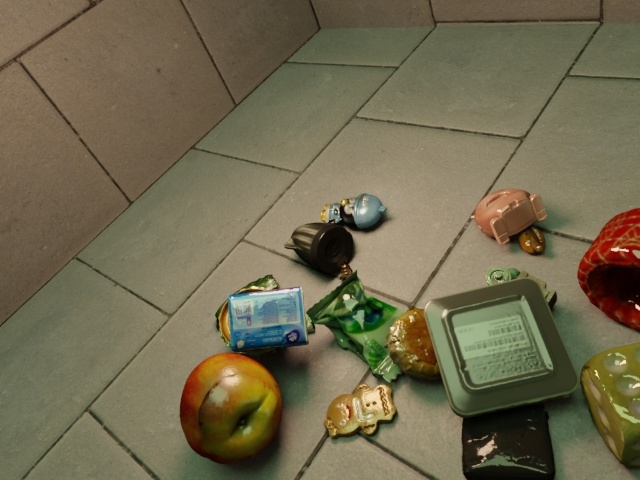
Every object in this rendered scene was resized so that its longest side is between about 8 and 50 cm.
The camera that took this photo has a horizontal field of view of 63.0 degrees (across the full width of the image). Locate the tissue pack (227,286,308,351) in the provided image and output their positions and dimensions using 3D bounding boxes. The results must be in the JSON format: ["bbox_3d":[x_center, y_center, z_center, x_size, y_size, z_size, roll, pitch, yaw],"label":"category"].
[{"bbox_3d":[-0.182,0.279,1.828,0.263,0.146,0.198,-6,75,-2],"label":"tissue pack"}]

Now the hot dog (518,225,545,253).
[{"bbox_3d":[0.780,0.002,1.925,0.090,0.060,0.140,-15,44,18],"label":"hot dog"}]

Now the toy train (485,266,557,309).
[{"bbox_3d":[0.611,0.231,1.721,0.221,0.150,0.304,31,69,33],"label":"toy train"}]

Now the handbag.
[{"bbox_3d":[0.521,0.565,1.473,0.247,0.080,0.223,-7,45,20],"label":"handbag"}]

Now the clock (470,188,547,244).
[{"bbox_3d":[0.701,-0.121,2.006,0.227,0.142,0.241,-31,23,0],"label":"clock"}]

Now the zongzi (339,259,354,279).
[{"bbox_3d":[0.111,0.120,2.168,0.067,0.073,0.083,-13,83,16],"label":"zongzi"}]

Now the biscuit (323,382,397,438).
[{"bbox_3d":[0.125,0.559,1.718,0.249,0.035,0.184,-19,42,10],"label":"biscuit"}]

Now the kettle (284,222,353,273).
[{"bbox_3d":[-0.012,-0.004,2.243,0.271,0.207,0.250,16,63,47],"label":"kettle"}]

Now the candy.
[{"bbox_3d":[0.180,0.305,1.860,0.398,0.172,0.263,34,73,32],"label":"candy"}]

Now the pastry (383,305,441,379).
[{"bbox_3d":[0.345,0.346,1.728,0.257,0.121,0.235,22,59,7],"label":"pastry"}]

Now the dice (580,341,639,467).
[{"bbox_3d":[0.831,0.421,1.343,0.227,0.233,0.238,-17,43,10],"label":"dice"}]

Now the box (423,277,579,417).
[{"bbox_3d":[0.528,0.316,1.566,0.367,0.090,0.373,-15,58,6],"label":"box"}]

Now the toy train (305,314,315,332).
[{"bbox_3d":[-0.048,0.324,2.049,0.053,0.033,0.083,-10,43,11],"label":"toy train"}]

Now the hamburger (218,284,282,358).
[{"bbox_3d":[-0.246,0.318,2.009,0.274,0.212,0.274,-1,71,3],"label":"hamburger"}]

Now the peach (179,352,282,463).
[{"bbox_3d":[-0.301,0.551,1.737,0.370,0.370,0.370,-15,43,14],"label":"peach"}]

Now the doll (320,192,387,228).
[{"bbox_3d":[0.151,-0.131,2.327,0.314,0.141,0.177,-2,43,30],"label":"doll"}]

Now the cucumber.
[{"bbox_3d":[-0.323,0.250,2.219,0.325,0.105,0.145,-31,42,0],"label":"cucumber"}]

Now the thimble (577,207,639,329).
[{"bbox_3d":[0.960,0.090,1.540,0.230,0.350,0.350,-44,44,-19],"label":"thimble"}]
